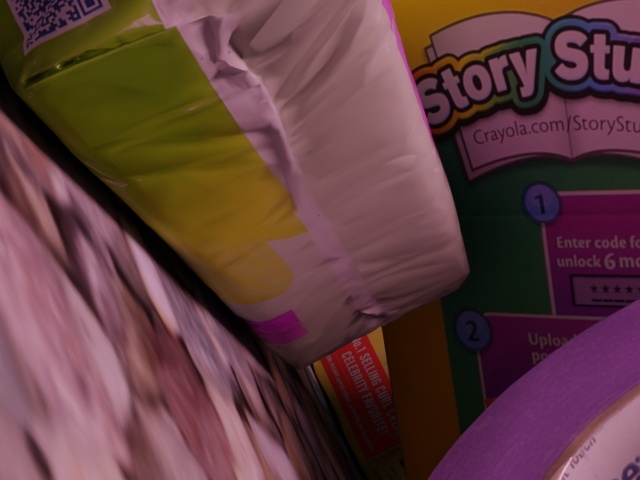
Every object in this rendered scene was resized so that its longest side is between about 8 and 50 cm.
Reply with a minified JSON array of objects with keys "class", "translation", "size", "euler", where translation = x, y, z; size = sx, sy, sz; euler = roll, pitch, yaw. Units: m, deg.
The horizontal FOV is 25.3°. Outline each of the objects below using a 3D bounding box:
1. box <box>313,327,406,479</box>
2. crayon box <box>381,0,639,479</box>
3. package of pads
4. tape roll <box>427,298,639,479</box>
[{"class":"box","translation":[0.116,0.051,0.791],"size":[0.087,0.232,0.058],"euler":[65,3,36]},{"class":"crayon box","translation":[0.197,0.030,0.586],"size":[0.106,0.363,0.313],"euler":[-23,108,-50]},{"class":"package of pads","translation":[-0.048,-0.103,0.491],"size":[0.229,0.101,0.296],"euler":[64,2,21]},{"class":"tape roll","translation":[0.153,0.108,0.386],"size":[0.090,0.274,0.275],"euler":[63,1,-26]}]
